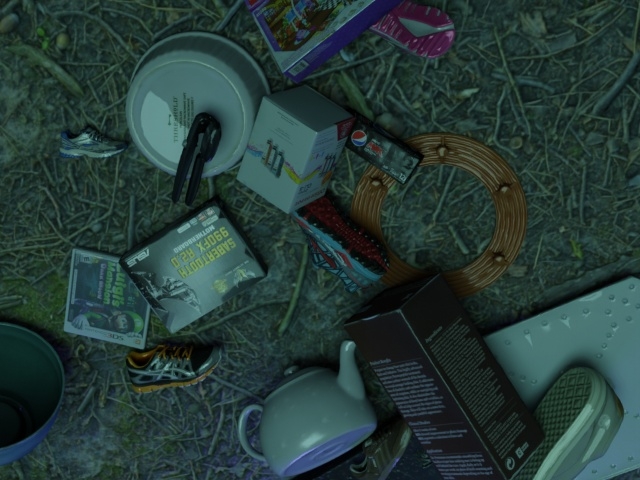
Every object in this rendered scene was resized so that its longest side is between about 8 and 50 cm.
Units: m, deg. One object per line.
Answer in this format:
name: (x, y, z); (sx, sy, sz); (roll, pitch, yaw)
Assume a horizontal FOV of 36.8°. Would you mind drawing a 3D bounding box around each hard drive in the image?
hard drive: (0.112, 0.538, 2.028); (0.339, 0.064, 0.237); (-34, 103, 16)

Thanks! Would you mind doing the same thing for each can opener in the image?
can opener: (-0.222, -0.140, 1.678); (0.059, 0.073, 0.186); (22, 121, -11)

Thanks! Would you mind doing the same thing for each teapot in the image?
teapot: (-0.027, 0.338, 1.906); (0.256, 0.252, 0.187); (-22, 68, -18)

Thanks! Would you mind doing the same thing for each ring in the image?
ring: (0.222, -0.037, 1.818); (0.336, 0.032, 0.337); (2, 112, 5)

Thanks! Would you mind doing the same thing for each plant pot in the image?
plant pot: (-0.670, 0.340, 1.946); (0.293, 0.293, 0.196); (18, 138, -1)

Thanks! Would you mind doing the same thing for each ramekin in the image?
ramekin: (-0.226, -0.235, 1.740); (0.272, 0.127, 0.273); (2, 111, 5)

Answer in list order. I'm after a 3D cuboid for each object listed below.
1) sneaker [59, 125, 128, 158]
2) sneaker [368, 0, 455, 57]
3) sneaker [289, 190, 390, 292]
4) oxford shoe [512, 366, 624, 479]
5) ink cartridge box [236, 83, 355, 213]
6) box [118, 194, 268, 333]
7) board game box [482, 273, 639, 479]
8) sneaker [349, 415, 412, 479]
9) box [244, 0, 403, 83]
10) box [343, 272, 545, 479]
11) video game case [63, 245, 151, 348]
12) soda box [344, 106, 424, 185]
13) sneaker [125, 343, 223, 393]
sneaker: (-0.433, -0.187, 1.823); (0.135, 0.052, 0.058); (0, 106, 6)
sneaker: (0.126, -0.385, 1.660); (0.252, 0.111, 0.103); (40, 98, 16)
sneaker: (0.000, 0.000, 1.815); (0.262, 0.104, 0.125); (45, 130, 3)
oxford shoe: (0.428, 0.439, 1.860); (0.130, 0.169, 0.449); (26, 111, -24)
ink cartridge box: (-0.046, -0.163, 1.714); (0.127, 0.128, 0.176); (35, 125, 19)
box: (-0.246, 0.048, 1.874); (0.231, 0.056, 0.183); (-31, 104, 10)
board game box: (0.510, 0.298, 1.902); (0.389, 0.050, 0.390); (-24, 106, 15)
sneaker: (0.123, 0.411, 1.909); (0.071, 0.066, 0.188); (25, 111, -4)
box: (0.021, -0.431, 1.618); (0.293, 0.057, 0.201); (-35, 64, 17)
box: (0.230, 0.265, 1.808); (0.381, 0.143, 0.191); (56, 147, -8)
video game case: (-0.427, 0.117, 1.951); (0.173, 0.022, 0.191); (13, 111, 1)
soda box: (0.102, -0.173, 1.749); (0.169, 0.053, 0.060); (34, 111, 7)
sneaker: (-0.300, 0.247, 1.949); (0.214, 0.084, 0.083); (-17, 115, 13)
